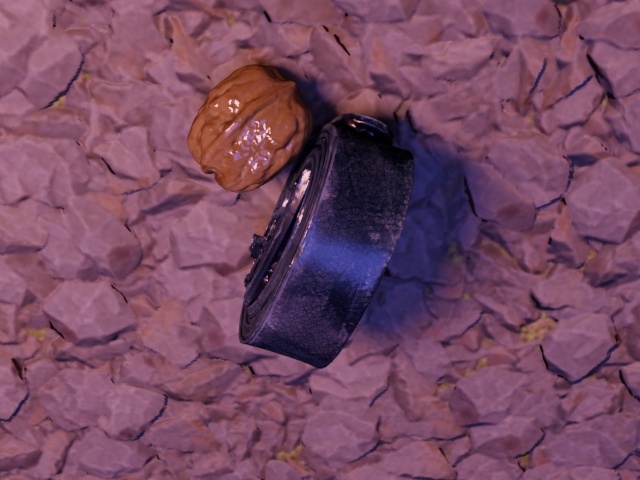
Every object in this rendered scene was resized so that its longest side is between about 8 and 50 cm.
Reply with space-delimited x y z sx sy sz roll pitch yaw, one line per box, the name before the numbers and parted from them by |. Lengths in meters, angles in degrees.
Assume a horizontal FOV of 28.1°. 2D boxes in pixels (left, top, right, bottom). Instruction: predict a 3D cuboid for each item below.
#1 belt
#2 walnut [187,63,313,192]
belt | 0.000 0.000 0.941 0.082 0.141 0.190 19 120 -13
walnut | -0.050 -0.081 0.928 0.096 0.082 0.079 -44 82 17
